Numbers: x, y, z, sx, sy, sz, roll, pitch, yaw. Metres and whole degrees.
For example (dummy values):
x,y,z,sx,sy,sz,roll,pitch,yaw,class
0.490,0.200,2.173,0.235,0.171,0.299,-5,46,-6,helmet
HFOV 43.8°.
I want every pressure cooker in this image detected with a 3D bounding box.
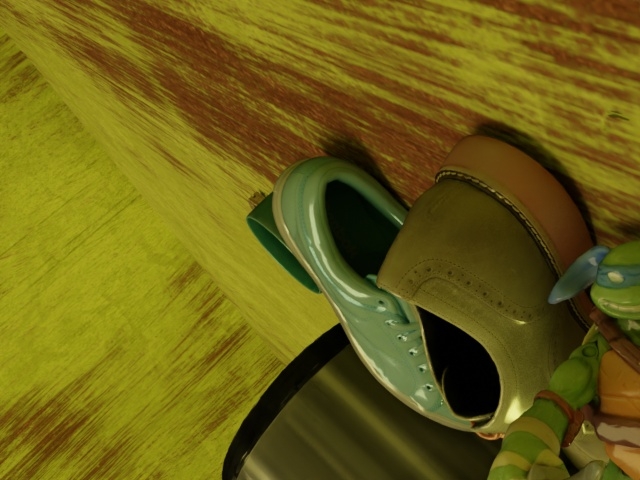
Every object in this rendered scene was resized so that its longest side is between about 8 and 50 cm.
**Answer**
x,y,z,sx,sy,sz,roll,pitch,yaw,class
0.126,0.337,1.024,0.420,0.370,0.376,40,123,24,pressure cooker

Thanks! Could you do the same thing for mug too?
x,y,z,sx,sy,sz,roll,pitch,yaw,class
-0.007,-0.006,0.976,0.129,0.097,0.158,35,164,40,mug

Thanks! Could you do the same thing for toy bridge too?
x,y,z,sx,sy,sz,roll,pitch,yaw,class
-0.045,-0.021,1.224,0.188,0.026,0.063,39,165,30,toy bridge

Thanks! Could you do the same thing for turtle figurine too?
x,y,z,sx,sy,sz,roll,pitch,yaw,class
0.206,0.151,0.439,0.274,0.197,0.266,34,143,64,turtle figurine

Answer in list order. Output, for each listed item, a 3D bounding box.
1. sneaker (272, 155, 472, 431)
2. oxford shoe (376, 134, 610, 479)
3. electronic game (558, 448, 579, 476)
x,y,z,sx,sy,sz,roll,pitch,yaw,class
0.086,0.067,0.820,0.366,0.135,0.150,47,171,-8,sneaker
0.160,0.102,0.643,0.140,0.146,0.397,24,156,54,oxford shoe
0.263,0.265,0.785,0.229,0.048,0.229,39,-143,-37,electronic game
